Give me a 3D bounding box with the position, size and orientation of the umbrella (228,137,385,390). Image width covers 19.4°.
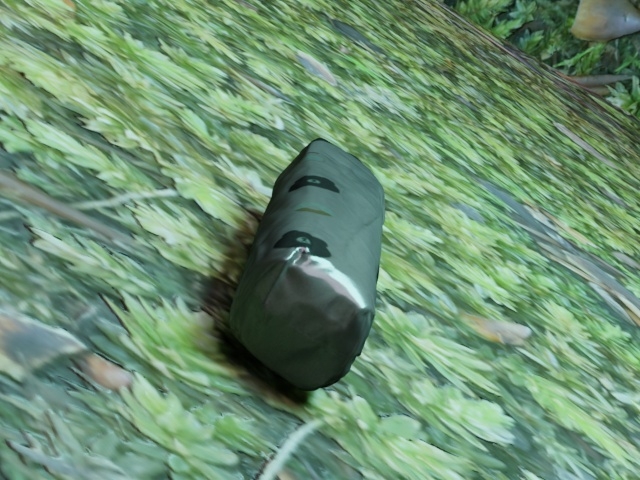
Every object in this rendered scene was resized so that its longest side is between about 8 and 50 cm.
[{"bbox_3d":[0.000,0.000,1.040,0.073,0.067,0.337,46,12,-9],"label":"umbrella"}]
